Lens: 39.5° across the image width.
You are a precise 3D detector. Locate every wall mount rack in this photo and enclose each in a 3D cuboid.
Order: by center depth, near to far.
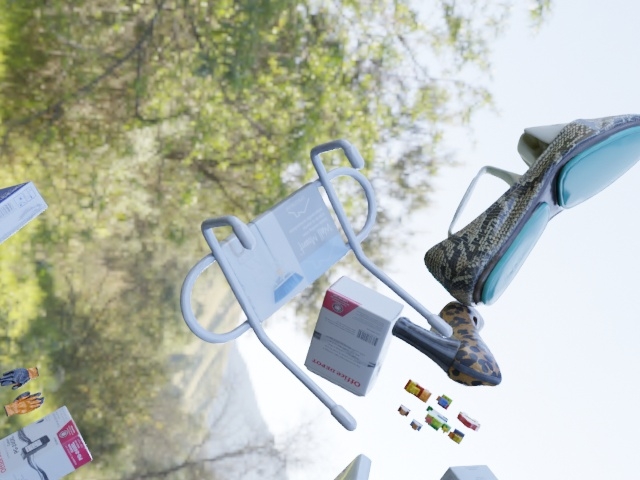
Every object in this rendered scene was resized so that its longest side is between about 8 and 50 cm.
[{"bbox_3d":[0.007,0.053,1.146,0.130,0.350,0.304,-4,-63,53],"label":"wall mount rack"}]

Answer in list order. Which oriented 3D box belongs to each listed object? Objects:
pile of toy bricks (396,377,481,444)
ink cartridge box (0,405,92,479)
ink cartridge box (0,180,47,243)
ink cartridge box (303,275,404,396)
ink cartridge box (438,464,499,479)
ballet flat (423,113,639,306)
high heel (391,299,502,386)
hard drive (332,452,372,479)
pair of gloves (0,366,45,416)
[{"bbox_3d":[0.287,0.445,2.233,0.118,0.212,0.105,-59,169,6],"label":"pile of toy bricks"},{"bbox_3d":[-0.485,0.368,1.532,0.109,0.150,0.063,34,-33,55],"label":"ink cartridge box"},{"bbox_3d":[-0.460,-0.001,1.147,0.097,0.207,0.046,-8,-62,38],"label":"ink cartridge box"},{"bbox_3d":[0.071,0.210,1.933,0.092,0.158,0.218,-39,151,-57],"label":"ink cartridge box"},{"bbox_3d":[0.307,0.547,1.740,0.128,0.127,0.176,-57,-134,21],"label":"ink cartridge box"},{"bbox_3d":[0.361,-0.091,1.537,0.182,0.483,0.164,39,-17,32],"label":"ballet flat"},{"bbox_3d":[0.252,0.176,1.434,0.186,0.261,0.093,29,-73,33],"label":"high heel"},{"bbox_3d":[0.020,0.605,1.869,0.203,0.040,0.307,-50,-174,22],"label":"hard drive"},{"bbox_3d":[-0.545,0.274,1.624,0.010,0.074,0.083,-17,-93,59],"label":"pair of gloves"}]
